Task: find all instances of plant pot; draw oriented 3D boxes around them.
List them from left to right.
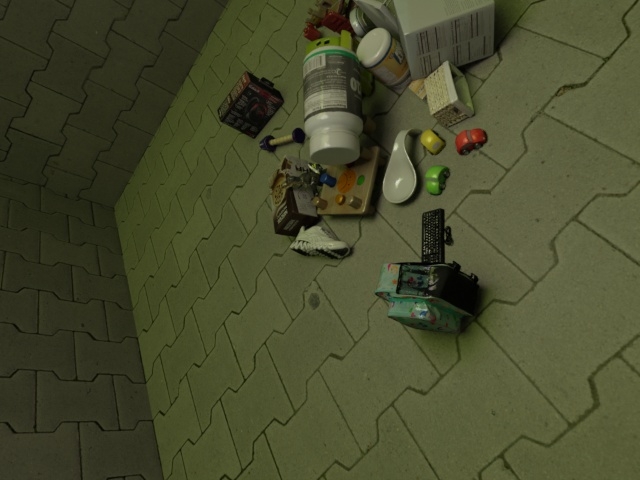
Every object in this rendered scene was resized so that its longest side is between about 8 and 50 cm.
[{"bbox_3d":[0.084,-0.682,1.779,0.207,0.228,0.227,-13,66,37],"label":"plant pot"}]

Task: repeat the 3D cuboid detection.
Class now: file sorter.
[{"bbox_3d":[0.291,-0.828,1.576,0.173,0.278,0.193,-51,45,14],"label":"file sorter"}]

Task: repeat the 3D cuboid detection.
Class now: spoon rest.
[{"bbox_3d":[0.279,-0.259,1.505,0.137,0.084,0.276,-1,73,47],"label":"spoon rest"}]

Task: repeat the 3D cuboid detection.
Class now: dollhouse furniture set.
[{"bbox_3d":[0.058,-1.011,2.018,0.374,0.152,0.201,4,78,65],"label":"dollhouse furniture set"}]

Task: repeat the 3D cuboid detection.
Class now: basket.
[{"bbox_3d":[0.410,-0.466,1.425,0.103,0.113,0.167,-27,56,40],"label":"basket"}]

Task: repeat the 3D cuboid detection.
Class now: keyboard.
[{"bbox_3d":[0.357,-0.011,1.370,0.108,0.023,0.180,-12,67,43],"label":"keyboard"}]

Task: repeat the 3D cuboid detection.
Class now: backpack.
[{"bbox_3d":[0.282,0.151,1.238,0.253,0.225,0.191,7,75,52],"label":"backpack"}]

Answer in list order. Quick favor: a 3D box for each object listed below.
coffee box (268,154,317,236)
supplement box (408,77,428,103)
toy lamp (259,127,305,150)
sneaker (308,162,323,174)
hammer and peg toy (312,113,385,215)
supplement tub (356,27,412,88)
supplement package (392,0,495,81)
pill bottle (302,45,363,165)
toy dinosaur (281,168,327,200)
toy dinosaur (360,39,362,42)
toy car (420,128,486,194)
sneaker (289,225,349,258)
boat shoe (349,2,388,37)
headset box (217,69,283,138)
[{"bbox_3d":[-0.121,-0.183,1.848,0.168,0.119,0.297,-45,45,43],"label":"coffee box"},{"bbox_3d":[0.362,-0.536,1.559,0.062,0.036,0.098,-50,46,22],"label":"supplement box"},{"bbox_3d":[-0.189,-0.473,2.091,0.275,0.080,0.080,0,75,44],"label":"toy lamp"},{"bbox_3d":[-0.017,-0.278,1.682,0.035,0.031,0.083,-47,47,5],"label":"sneaker"},{"bbox_3d":[0.111,-0.267,1.654,0.266,0.127,0.361,2,76,49],"label":"hammer and peg toy"},{"bbox_3d":[0.243,-0.656,1.609,0.144,0.200,0.144,-19,62,41],"label":"supplement tub"},{"bbox_3d":[0.387,-0.682,1.402,0.263,0.198,0.199,-15,61,13],"label":"supplement package"},{"bbox_3d":[0.043,-0.459,1.534,0.204,0.204,0.361,-12,75,44],"label":"pill bottle"},{"bbox_3d":[-0.014,-0.229,1.753,0.064,0.268,0.118,12,122,67],"label":"toy dinosaur"},{"bbox_3d":[0.207,-0.788,1.780,0.183,0.092,0.053,-7,71,45],"label":"toy dinosaur"},{"bbox_3d":[0.386,-0.258,1.412,0.239,0.053,0.225,16,87,49],"label":"toy car"},{"bbox_3d":[0.000,0.000,1.689,0.292,0.110,0.118,6,70,47],"label":"sneaker"},{"bbox_3d":[0.194,-0.885,1.743,0.094,0.109,0.302,-19,27,32],"label":"boat shoe"},{"bbox_3d":[-0.345,-0.689,2.231,0.293,0.218,0.110,-44,48,27],"label":"headset box"}]
